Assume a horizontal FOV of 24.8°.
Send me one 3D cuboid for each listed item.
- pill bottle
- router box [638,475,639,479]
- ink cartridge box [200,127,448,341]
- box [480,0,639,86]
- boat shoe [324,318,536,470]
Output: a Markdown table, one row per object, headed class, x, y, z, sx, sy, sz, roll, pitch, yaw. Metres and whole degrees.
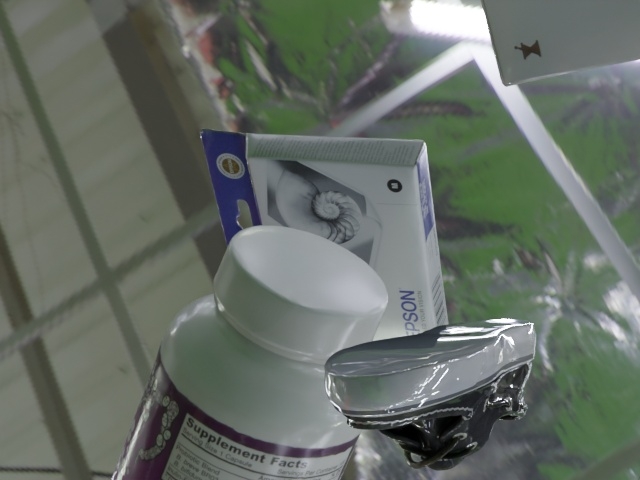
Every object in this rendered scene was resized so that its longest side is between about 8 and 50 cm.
| class | x | y | z | sx | sy | sz | roll | pitch | yaw |
| --- | --- | --- | --- | --- | --- | --- | --- | --- | --- |
| pill bottle | -0.059 | 0.146 | 1.121 | 0.169 | 0.169 | 0.302 | 39 | -61 | 33 |
| router box | 0.339 | 0.215 | 0.884 | 0.308 | 0.243 | 0.081 | 9 | -113 | 10 |
| ink cartridge box | 0.000 | 0.000 | 1.376 | 0.224 | 0.223 | 0.045 | 4 | -141 | 20 |
| box | 0.196 | -0.275 | 0.980 | 0.168 | 0.215 | 0.345 | -9 | -155 | 18 |
| boat shoe | 0.068 | 0.091 | 0.820 | 0.080 | 0.228 | 0.076 | -2 | -88 | 21 |
